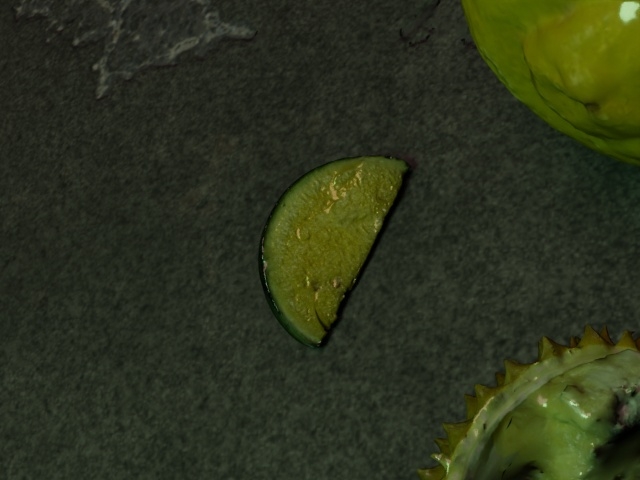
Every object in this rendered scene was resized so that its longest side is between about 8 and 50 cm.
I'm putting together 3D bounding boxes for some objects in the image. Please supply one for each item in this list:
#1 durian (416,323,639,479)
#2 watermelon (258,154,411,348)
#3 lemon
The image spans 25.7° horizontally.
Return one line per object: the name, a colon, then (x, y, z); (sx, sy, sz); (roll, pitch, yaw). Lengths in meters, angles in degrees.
durian: (0.164, 0.165, 0.895); (0.306, 0.172, 0.166); (-43, 42, -22)
watermelon: (-0.005, 0.001, 1.208); (0.092, 0.075, 0.181); (26, 74, -3)
lemon: (0.260, -0.219, 0.978); (0.348, 0.348, 0.348); (-17, 53, 24)
